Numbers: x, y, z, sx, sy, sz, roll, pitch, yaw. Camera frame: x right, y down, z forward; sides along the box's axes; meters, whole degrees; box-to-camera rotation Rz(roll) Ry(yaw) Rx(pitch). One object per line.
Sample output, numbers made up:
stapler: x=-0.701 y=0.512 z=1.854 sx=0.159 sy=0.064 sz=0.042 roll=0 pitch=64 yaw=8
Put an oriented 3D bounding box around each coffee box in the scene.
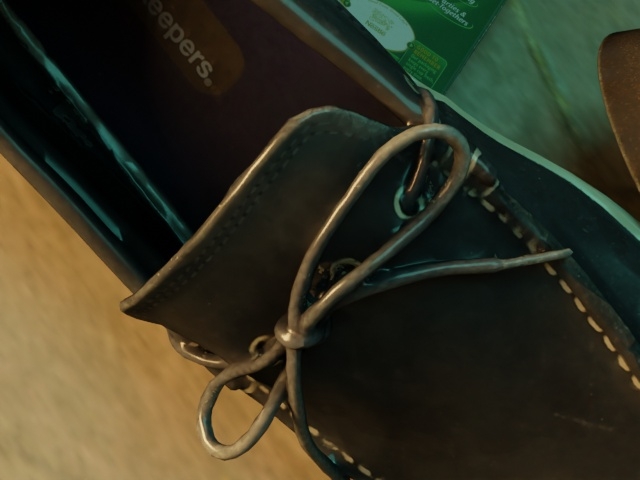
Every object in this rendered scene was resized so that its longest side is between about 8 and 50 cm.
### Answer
coffee box: x=0.039 y=-0.134 z=0.775 sx=0.113 sy=0.040 sz=0.184 roll=33 pitch=59 yaw=-1

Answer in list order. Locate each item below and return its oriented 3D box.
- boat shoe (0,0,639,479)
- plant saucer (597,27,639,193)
boat shoe: x=0.000 y=0.000 z=0.580 sx=0.500 sy=0.187 sz=0.156 roll=48 pitch=27 yaw=3
plant saucer: x=0.247 y=0.013 z=0.669 sx=0.310 sy=0.050 sz=0.310 roll=37 pitch=31 yaw=-27
